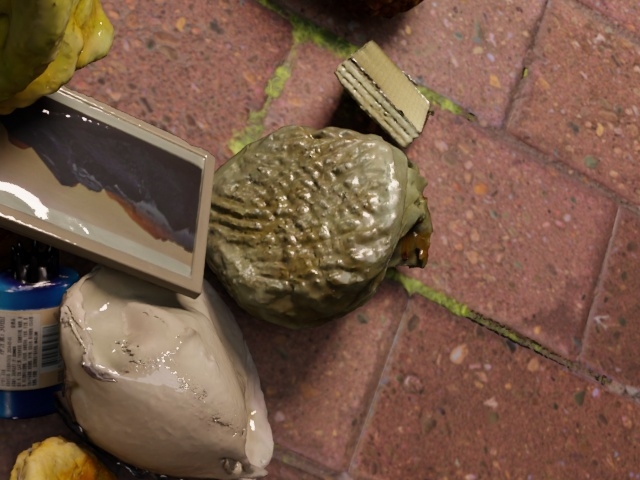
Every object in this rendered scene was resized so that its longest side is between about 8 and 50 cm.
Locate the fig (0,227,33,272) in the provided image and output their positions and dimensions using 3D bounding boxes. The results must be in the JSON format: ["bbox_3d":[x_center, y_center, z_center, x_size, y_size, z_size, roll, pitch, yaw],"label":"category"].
[{"bbox_3d":[-0.300,-0.068,0.970,0.149,0.149,0.245,47,54,-4],"label":"fig"}]

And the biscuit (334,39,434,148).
[{"bbox_3d":[0.079,-0.176,1.116,0.121,0.199,0.040,45,110,-4],"label":"biscuit"}]

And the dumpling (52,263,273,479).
[{"bbox_3d":[-0.163,0.141,0.962,0.163,0.204,0.293,-40,122,9],"label":"dumpling"}]

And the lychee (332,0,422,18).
[{"bbox_3d":[0.053,-0.402,1.129,0.236,0.236,0.271,-44,116,-24],"label":"lychee"}]

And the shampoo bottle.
[{"bbox_3d":[-0.281,0.086,0.922,0.087,0.050,0.183,-6,117,-30],"label":"shampoo bottle"}]

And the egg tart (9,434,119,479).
[{"bbox_3d":[-0.227,0.299,0.866,0.106,0.241,0.241,-25,86,4],"label":"egg tart"}]

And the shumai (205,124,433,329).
[{"bbox_3d":[0.000,0.000,1.060,0.260,0.222,0.225,-17,65,12],"label":"shumai"}]

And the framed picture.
[{"bbox_3d":[-0.228,-0.065,0.928,0.265,0.018,0.192,23,46,-26],"label":"framed picture"}]

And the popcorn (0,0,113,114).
[{"bbox_3d":[-0.300,-0.213,0.769,0.325,0.290,0.321,13,66,27],"label":"popcorn"}]
